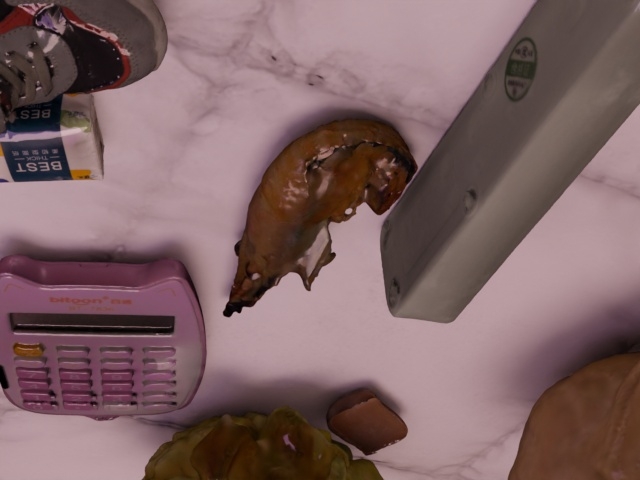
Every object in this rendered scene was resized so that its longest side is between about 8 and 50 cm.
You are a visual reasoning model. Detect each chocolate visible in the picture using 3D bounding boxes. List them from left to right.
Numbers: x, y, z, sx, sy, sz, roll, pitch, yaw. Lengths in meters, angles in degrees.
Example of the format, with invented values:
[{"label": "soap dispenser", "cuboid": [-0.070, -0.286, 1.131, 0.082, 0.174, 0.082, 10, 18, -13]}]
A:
[{"label": "chocolate", "cuboid": [0.049, 0.182, 1.177, 0.064, 0.031, 0.100, -29, 138, 19]}]

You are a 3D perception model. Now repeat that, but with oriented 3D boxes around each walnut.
[{"label": "walnut", "cuboid": [0.369, 0.250, 1.064, 0.381, 0.381, 0.381, -3, 144, -2]}]

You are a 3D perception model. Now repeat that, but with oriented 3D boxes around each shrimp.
[{"label": "shrimp", "cuboid": [-0.007, 0.005, 0.903, 0.117, 0.066, 0.262, 7, 144, -15]}]

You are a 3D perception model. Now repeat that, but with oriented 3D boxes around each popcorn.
[{"label": "popcorn", "cuboid": [-0.058, 0.283, 1.146, 0.258, 0.224, 0.270, -29, 123, 23]}]

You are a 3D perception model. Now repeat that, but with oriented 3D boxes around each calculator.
[{"label": "calculator", "cuboid": [-0.200, 0.093, 1.027, 0.194, 0.043, 0.294, 1, 147, -9]}]

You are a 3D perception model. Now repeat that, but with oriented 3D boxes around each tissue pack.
[{"label": "tissue pack", "cuboid": [-0.195, -0.071, 0.797, 0.083, 0.042, 0.062, -3, 142, -3]}]

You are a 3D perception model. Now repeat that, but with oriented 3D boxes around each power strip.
[{"label": "power strip", "cuboid": [0.143, -0.076, 0.785, 0.062, 0.091, 0.385, 10, 141, -20]}]

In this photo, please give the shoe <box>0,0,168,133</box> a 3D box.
[{"label": "shoe", "cuboid": [-0.207, -0.105, 0.682, 0.227, 0.125, 0.099, 0, 141, -3]}]
